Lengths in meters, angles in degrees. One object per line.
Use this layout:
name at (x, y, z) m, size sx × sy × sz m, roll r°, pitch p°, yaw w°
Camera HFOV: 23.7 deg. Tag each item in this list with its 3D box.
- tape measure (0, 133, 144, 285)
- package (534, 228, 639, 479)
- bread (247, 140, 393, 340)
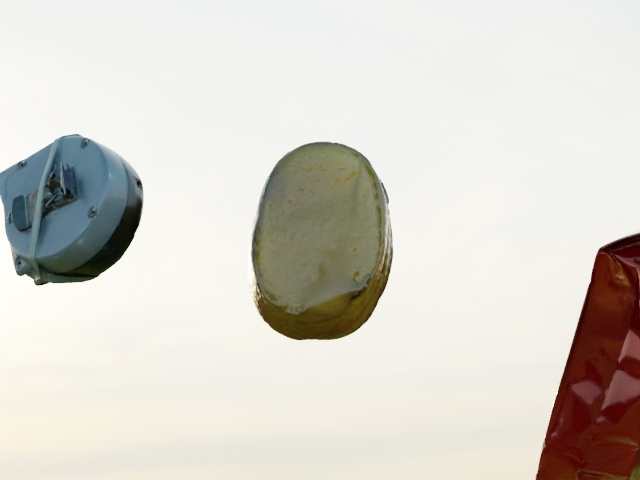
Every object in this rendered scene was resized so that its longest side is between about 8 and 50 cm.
tape measure at (-0.309, -0.041, 1.875) m, size 0.181 × 0.182 × 0.107 m, roll -35°, pitch -39°, yaw 20°
package at (0.371, 0.134, 1.702) m, size 0.123 × 0.423 × 0.196 m, roll 27°, pitch 28°, yaw 33°
bread at (0.000, 0.000, 2.029) m, size 0.195 × 0.269 × 0.142 m, roll 6°, pitch -16°, yaw 5°
